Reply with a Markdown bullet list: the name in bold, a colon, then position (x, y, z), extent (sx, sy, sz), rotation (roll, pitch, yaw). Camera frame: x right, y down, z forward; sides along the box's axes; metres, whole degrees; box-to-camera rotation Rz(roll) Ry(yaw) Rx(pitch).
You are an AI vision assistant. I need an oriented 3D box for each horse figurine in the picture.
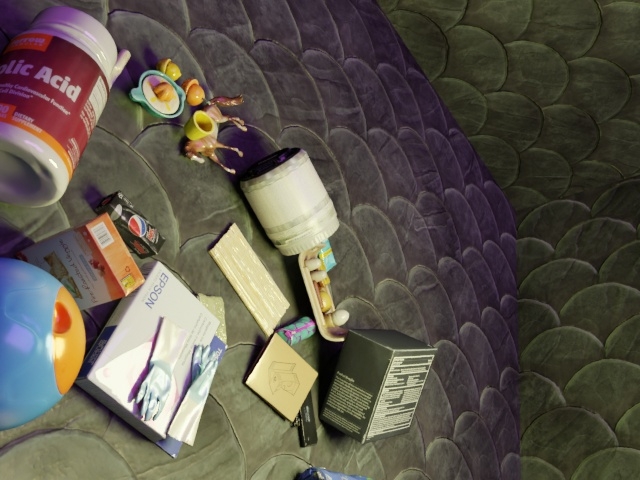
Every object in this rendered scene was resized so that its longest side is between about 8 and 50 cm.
- **horse figurine**: position (-0.296, -0.311, 1.958), extent (0.174, 0.066, 0.263), rotation (22, 64, -31)

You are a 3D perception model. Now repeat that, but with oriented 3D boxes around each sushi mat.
- **sushi mat**: position (-0.196, 0.113, 1.963), extent (0.316, 0.019, 0.151), rotation (58, 34, -21)

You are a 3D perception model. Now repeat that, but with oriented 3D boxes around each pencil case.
- **pencil case**: position (0.049, 0.715, 1.950), extent (0.306, 0.119, 0.133), rotation (30, 41, -47)
- **pencil case**: position (-0.073, 0.271, 2.023), extent (0.064, 0.070, 0.151), rotation (61, 30, 6)

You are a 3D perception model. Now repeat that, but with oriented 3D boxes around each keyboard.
- **keyboard**: position (-0.052, 0.503, 1.991), extent (0.108, 0.023, 0.180), rotation (16, 61, -60)

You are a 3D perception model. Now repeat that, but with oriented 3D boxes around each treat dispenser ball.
- **treat dispenser ball**: position (-0.544, 0.172, 1.151), extent (0.288, 0.288, 0.288), rotation (31, 51, -47)

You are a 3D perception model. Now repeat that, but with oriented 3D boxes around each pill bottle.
- **pill bottle**: position (-0.564, -0.282, 1.401), extent (0.224, 0.224, 0.392), rotation (43, 42, -38)

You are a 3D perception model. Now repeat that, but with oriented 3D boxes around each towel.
- **towel**: position (-0.284, 0.211, 1.773), extent (0.110, 0.027, 0.148), rotation (17, 61, -54)

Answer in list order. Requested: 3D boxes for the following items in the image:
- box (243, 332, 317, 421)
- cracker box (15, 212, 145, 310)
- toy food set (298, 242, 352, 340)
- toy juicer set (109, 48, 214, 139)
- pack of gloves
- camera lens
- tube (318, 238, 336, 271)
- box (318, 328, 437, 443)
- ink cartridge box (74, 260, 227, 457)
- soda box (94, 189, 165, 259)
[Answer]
- **box**: position (-0.107, 0.382, 1.915), extent (0.201, 0.021, 0.164), rotation (48, 56, -28)
- **cracker box**: position (-0.477, 0.054, 1.361), extent (0.156, 0.232, 0.067), rotation (64, 34, -13)
- **toy food set**: position (0.031, 0.156, 2.151), extent (0.220, 0.092, 0.306), rotation (-2, 75, -78)
- **toy juicer set**: position (-0.416, -0.406, 1.783), extent (0.329, 0.089, 0.209), rotation (20, 55, -41)
- **pack of gloves**: position (-0.305, 0.313, 1.536), extent (0.195, 0.046, 0.232), rotation (45, 47, -41)
- **camera lens**: position (-0.092, -0.121, 2.044), extent (0.274, 0.219, 0.219), rotation (62, 34, -16)
- **tube**: position (0.000, 0.000, 2.295), extent (0.080, 0.052, 0.207), rotation (-34, 110, -47)
- **box**: position (0.182, 0.436, 2.123), extent (0.296, 0.183, 0.294), rotation (12, 99, -55)
- **ink cartridge box**: position (-0.353, 0.272, 1.578), extent (0.330, 0.071, 0.324), rotation (49, 44, -31)
- **soda box**: position (-0.444, -0.035, 1.617), extent (0.169, 0.060, 0.053), rotation (52, 38, -29)
